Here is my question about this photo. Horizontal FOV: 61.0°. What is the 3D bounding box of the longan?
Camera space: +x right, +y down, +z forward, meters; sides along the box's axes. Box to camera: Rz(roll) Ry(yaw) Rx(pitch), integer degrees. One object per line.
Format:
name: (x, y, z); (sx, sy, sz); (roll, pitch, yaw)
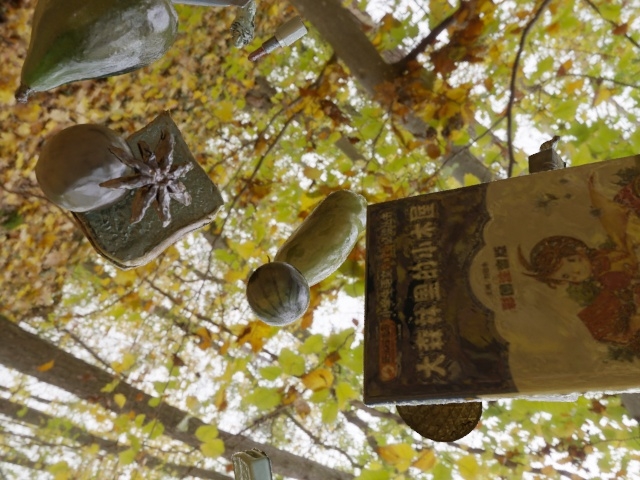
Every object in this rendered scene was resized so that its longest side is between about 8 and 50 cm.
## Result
longan: (-0.442, -0.137, 1.035); (0.187, 0.167, 0.167); (-35, -165, -36)

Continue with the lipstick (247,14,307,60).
lipstick: (-0.073, -0.322, 0.881); (0.107, 0.025, 0.025); (-31, -104, 11)

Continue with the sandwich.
sandwich: (-0.394, -0.103, 1.202); (0.301, 0.271, 0.099); (-36, -177, -23)

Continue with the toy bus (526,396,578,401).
toy bus: (0.291, 0.095, 0.646); (0.074, 0.081, 0.226); (-89, -176, -55)

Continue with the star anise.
star anise: (-0.224, -0.082, 0.740); (0.042, 0.141, 0.141); (11, -108, 44)

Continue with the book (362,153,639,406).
book: (0.193, 0.029, 0.486); (0.323, 0.018, 0.228); (-10, -129, 18)

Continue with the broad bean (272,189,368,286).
broad bean: (0.000, -0.001, 1.268); (0.291, 0.119, 0.238); (-46, -162, -2)

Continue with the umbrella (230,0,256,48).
umbrella: (-0.196, -0.552, 1.380); (0.062, 0.067, 0.143); (4, -108, 25)

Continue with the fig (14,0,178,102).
fig: (-0.228, -0.200, 0.522); (0.178, 0.117, 0.117); (-28, -145, 2)

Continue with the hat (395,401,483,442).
hat: (0.197, 0.246, 0.887); (0.146, 0.067, 0.145); (2, -85, 27)

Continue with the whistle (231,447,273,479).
whistle: (-0.132, 0.455, 0.750); (0.164, 0.164, 0.289); (-22, -106, 45)

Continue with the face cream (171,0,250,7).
face cream: (-0.308, -0.530, 1.115); (0.086, 0.386, 0.135); (90, 18, -46)

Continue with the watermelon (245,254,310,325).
watermelon: (-0.075, 0.078, 0.914); (0.105, 0.105, 0.133); (-40, -124, 28)

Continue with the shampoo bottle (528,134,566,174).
shampoo bottle: (0.432, -0.135, 1.033); (0.064, 0.057, 0.207); (-33, -162, 38)
